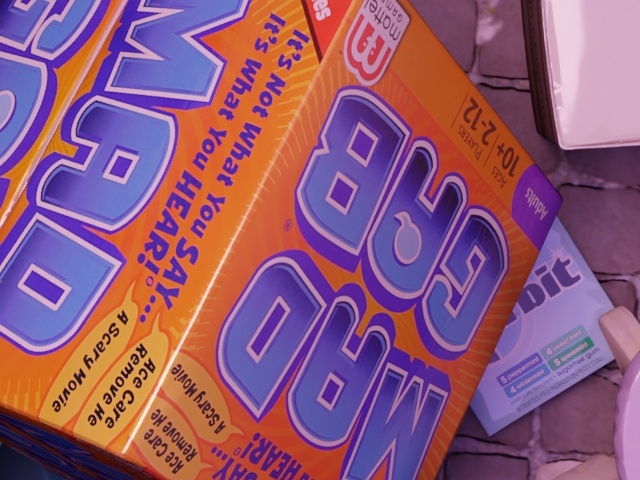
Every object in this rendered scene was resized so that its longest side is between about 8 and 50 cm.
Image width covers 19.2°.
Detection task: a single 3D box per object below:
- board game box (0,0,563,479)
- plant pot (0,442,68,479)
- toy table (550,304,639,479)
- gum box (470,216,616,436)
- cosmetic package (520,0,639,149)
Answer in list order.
[{"bbox_3d":[-0.100,0.005,1.391,0.356,0.356,0.357,17,74,34],"label":"board game box"},{"bbox_3d":[-0.362,0.281,1.647,0.255,0.271,0.272,0,95,18],"label":"plant pot"},{"bbox_3d":[0.322,0.188,1.611,0.252,0.161,0.274,-16,102,-8],"label":"toy table"},{"bbox_3d":[0.167,0.055,1.691,0.157,0.041,0.184,-33,93,5],"label":"gum box"},{"bbox_3d":[0.237,-0.156,1.541,0.129,0.296,0.153,-6,94,3],"label":"cosmetic package"}]
